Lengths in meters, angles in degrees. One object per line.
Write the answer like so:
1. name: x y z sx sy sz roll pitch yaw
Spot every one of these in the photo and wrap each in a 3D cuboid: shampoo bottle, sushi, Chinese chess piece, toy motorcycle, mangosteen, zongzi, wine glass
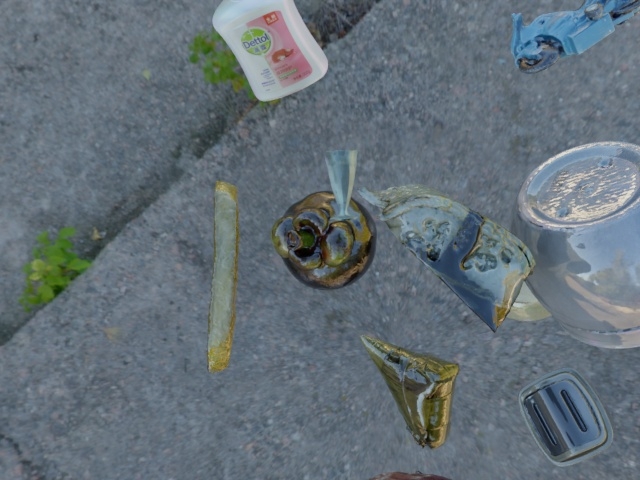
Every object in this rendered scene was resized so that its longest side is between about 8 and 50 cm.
1. shampoo bottle: 0.448 0.008 1.032 0.273 0.273 0.266 -31 121 1
2. sushi: 0.184 -0.013 0.905 0.273 0.134 0.109 44 104 -3
3. Chinese chess piece: 0.531 0.086 1.693 0.250 0.103 0.250 -13 51 16
4. toy motorcycle: 0.466 -0.403 1.217 0.272 0.182 0.123 -33 120 6
5. mangosteen: 0.000 0.003 1.691 0.287 0.287 0.233 27 128 11
6. zongzi: 0.231 0.423 1.858 0.300 0.145 0.274 18 120 33
7. shampoo bottle: -0.044 -0.173 0.556 0.072 0.099 0.043 -19 46 15
8. wine glass: 0.046 -0.122 1.443 0.073 0.073 0.155 -1 94 7

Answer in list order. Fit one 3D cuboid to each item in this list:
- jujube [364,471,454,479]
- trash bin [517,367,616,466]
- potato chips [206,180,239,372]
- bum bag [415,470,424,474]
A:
1. jujube: 0.115 0.357 0.770 0.243 0.183 0.183 -23 76 39
2. trash bin: 0.614 0.432 1.619 0.182 0.290 0.209 -35 63 20
3. potato chips: -0.199 0.068 1.356 0.057 0.080 0.407 3 81 -10
4. bum bag: 0.318 0.691 1.721 0.102 0.248 0.069 34 91 -33
